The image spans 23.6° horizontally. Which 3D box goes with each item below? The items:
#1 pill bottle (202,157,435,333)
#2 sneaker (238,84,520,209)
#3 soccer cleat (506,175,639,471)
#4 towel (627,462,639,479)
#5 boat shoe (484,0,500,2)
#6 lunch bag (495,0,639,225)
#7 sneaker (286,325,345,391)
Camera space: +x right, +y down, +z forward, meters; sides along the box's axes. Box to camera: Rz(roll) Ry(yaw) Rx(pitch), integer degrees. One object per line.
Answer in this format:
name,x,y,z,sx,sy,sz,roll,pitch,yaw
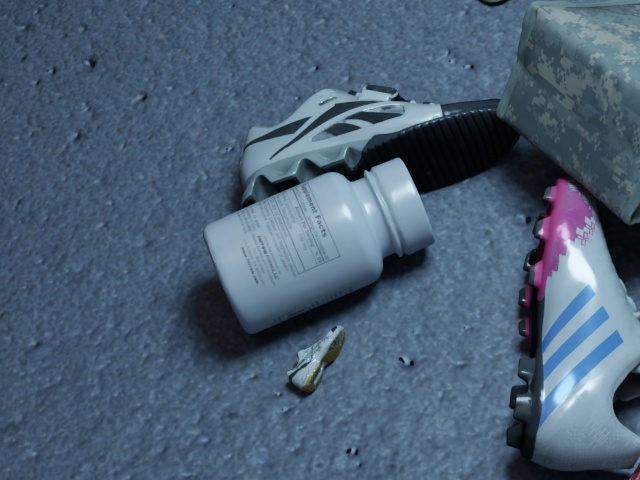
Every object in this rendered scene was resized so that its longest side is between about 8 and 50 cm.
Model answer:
pill bottle,0.000,0.000,1.662,0.229,0.131,0.131,-23,51,0
sneaker,0.060,-0.129,1.744,0.330,0.122,0.146,-13,54,7
soccer cleat,0.272,0.086,1.540,0.143,0.116,0.331,9,57,3
towel,0.399,0.256,1.406,0.237,0.037,0.329,26,64,34
boat shoe,0.198,-0.358,1.917,0.056,0.048,0.153,-19,51,3
lunch bag,0.373,-0.147,1.620,0.287,0.169,0.235,-10,39,-32
sneaker,-0.006,0.121,1.637,0.037,0.032,0.083,22,63,30
